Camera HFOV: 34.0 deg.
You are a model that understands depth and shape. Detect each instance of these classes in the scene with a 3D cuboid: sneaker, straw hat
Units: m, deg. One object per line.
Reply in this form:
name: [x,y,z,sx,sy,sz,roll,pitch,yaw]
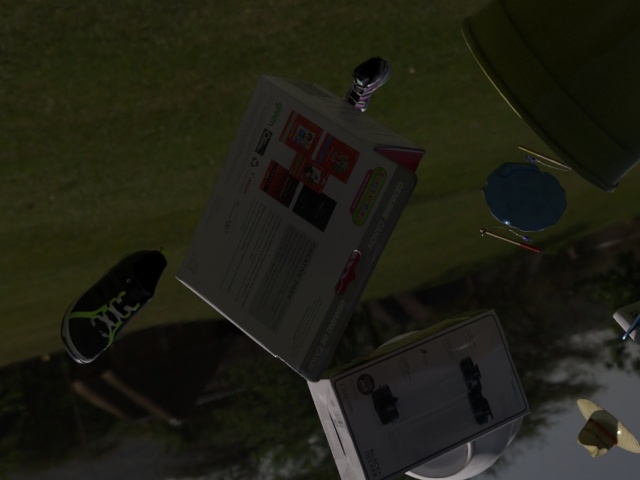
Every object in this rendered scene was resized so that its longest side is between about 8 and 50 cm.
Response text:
sneaker: [-0.317,0.088,1.641,0.097,0.084,0.234,-20,-149,43]
straw hat: [0.486,0.346,1.839,0.061,0.144,0.144,-44,-178,-11]
sneaker: [0.051,-0.208,1.402,0.098,0.038,0.069,-55,164,9]

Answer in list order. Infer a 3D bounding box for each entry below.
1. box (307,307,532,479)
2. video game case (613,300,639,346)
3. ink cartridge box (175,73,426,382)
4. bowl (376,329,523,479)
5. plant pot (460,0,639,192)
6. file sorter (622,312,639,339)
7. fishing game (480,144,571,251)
box: [0.145,0.224,1.512,0.290,0.169,0.087,-21,-179,-24]
video game case: [0.658,0.189,1.865,0.206,0.227,0.026,-13,144,-39]
ink cartridge box: [-0.008,-0.015,1.362,0.130,0.272,0.309,-3,123,-55]
bowl: [0.197,0.310,1.789,0.298,0.297,0.134,-18,-157,21]
plant pot: [0.469,-0.327,1.615,0.353,0.366,0.366,-42,166,23]
file sorter: [0.601,0.158,1.713,0.104,0.170,0.118,-26,148,-52]
fishing game: [0.450,-0.094,2.326,0.189,0.264,0.041,20,149,8]
